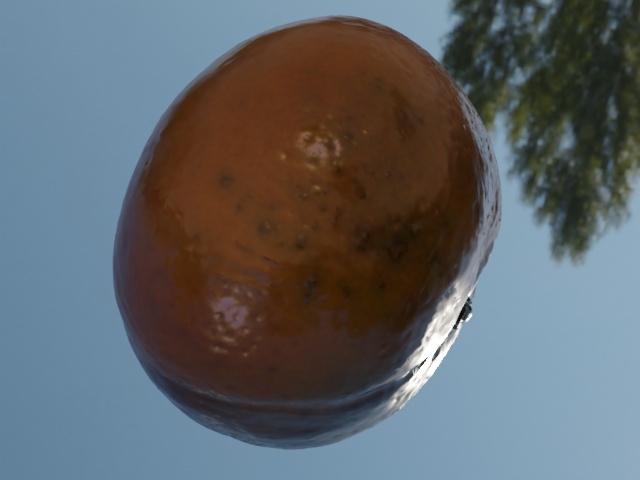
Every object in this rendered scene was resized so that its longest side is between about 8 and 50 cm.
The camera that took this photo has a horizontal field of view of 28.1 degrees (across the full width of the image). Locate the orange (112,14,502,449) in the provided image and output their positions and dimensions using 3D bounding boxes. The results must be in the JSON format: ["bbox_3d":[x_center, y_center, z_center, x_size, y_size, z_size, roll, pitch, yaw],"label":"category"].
[{"bbox_3d":[0.000,0.000,0.662,0.171,0.240,0.240,29,-145,16],"label":"orange"}]
